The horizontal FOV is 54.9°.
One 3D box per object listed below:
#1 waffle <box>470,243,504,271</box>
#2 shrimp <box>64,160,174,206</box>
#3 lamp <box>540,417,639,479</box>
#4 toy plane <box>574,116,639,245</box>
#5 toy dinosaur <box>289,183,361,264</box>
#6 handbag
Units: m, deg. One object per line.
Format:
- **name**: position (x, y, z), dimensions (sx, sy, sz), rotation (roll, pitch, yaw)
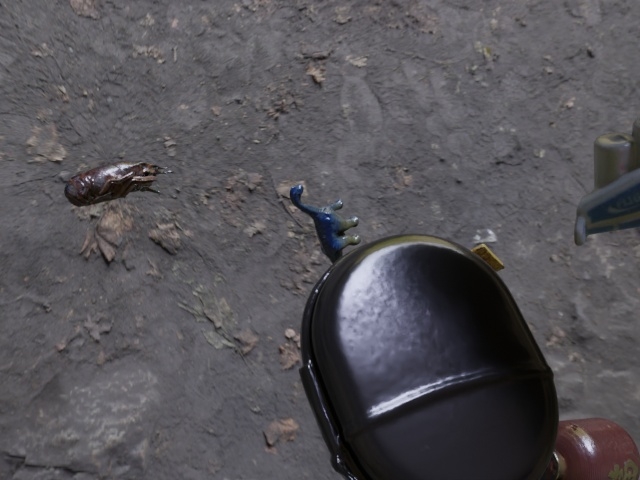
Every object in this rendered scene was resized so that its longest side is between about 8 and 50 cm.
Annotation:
- **waffle**: position (0.373, 0.068, 1.521), dimensions (0.092, 0.021, 0.135), rotation (40, 126, -20)
- **shrimp**: position (-0.348, -0.103, 1.079), dimensions (0.190, 0.075, 0.073), rotation (-22, 132, -30)
- **lamp**: position (0.549, 0.464, 1.283), dimensions (0.258, 0.180, 0.180), rotation (4, 96, -28)
- **toy plane**: position (0.329, -0.018, 0.450), dimensions (0.122, 0.267, 0.266), rotation (-45, 116, -55)
- **toy dinosaur**: position (0.000, 0.000, 1.272), dimensions (0.188, 0.075, 0.247), rotation (-13, 113, -47)
- **handbag**: position (0.110, 0.134, 0.646), dimensions (0.254, 0.093, 0.307), rotation (-15, 68, -18)
